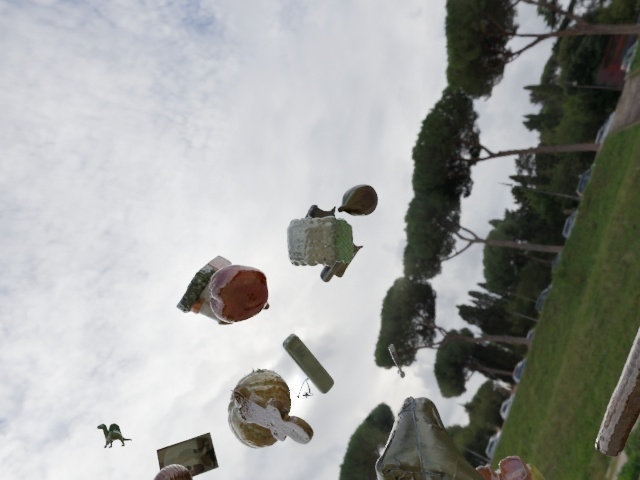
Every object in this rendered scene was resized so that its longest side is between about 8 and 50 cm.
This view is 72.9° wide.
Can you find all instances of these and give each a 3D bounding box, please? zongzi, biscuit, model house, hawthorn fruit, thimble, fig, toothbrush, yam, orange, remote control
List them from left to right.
[{"bbox_3d":[-0.344,0.218,1.635,0.190,0.301,0.271,-62,1,11],"label":"model house"},{"bbox_3d":[-0.240,0.151,1.280,0.189,0.189,0.189,-27,-55,-46],"label":"hawthorn fruit"},{"bbox_3d":[-0.269,0.724,1.874,0.249,0.329,0.329,23,-95,-19],"label":"orange"},{"bbox_3d":[-0.155,0.590,1.449,0.049,0.302,0.197,-48,-37,-45],"label":"biscuit"},{"bbox_3d":[-0.050,0.547,1.922,0.090,0.038,0.309,-43,-82,-30],"label":"remote control"},{"bbox_3d":[0.000,0.000,1.357,0.219,0.219,0.150,-7,-85,-53],"label":"thimble"},{"bbox_3d":[0.112,-0.118,1.379,0.155,0.103,0.109,-31,-53,-25],"label":"fig"},{"bbox_3d":[0.258,0.408,1.461,0.024,0.026,0.288,-37,-38,-9],"label":"toothbrush"},{"bbox_3d":[0.378,0.620,1.297,0.323,0.360,0.160,-50,-54,-51],"label":"zongzi"},{"bbox_3d":[0.509,0.253,0.711,0.046,0.046,0.264,-23,-57,-48],"label":"yam"}]

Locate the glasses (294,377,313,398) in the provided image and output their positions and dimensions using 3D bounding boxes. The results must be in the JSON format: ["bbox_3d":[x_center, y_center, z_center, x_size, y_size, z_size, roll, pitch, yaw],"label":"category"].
[{"bbox_3d":[-0.075,0.714,2.131,0.140,0.063,0.103,15,-102,-65],"label":"glasses"}]

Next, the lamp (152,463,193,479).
[{"bbox_3d":[-0.460,0.770,1.342,0.136,0.136,0.136,-27,-55,-46],"label":"lamp"}]

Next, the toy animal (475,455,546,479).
[{"bbox_3d":[0.675,0.875,1.464,0.216,0.191,0.338,-33,-55,14],"label":"toy animal"}]

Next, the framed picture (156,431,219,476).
[{"bbox_3d":[-0.492,0.809,1.605,0.201,0.136,0.010,-9,-39,-26],"label":"framed picture"}]

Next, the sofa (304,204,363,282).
[{"bbox_3d":[0.009,0.014,1.669,0.182,0.258,0.200,-9,-36,-37],"label":"sofa"}]

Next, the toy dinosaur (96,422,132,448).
[{"bbox_3d":[-0.536,0.513,1.142,0.120,0.029,0.060,42,-151,-54],"label":"toy dinosaur"}]
